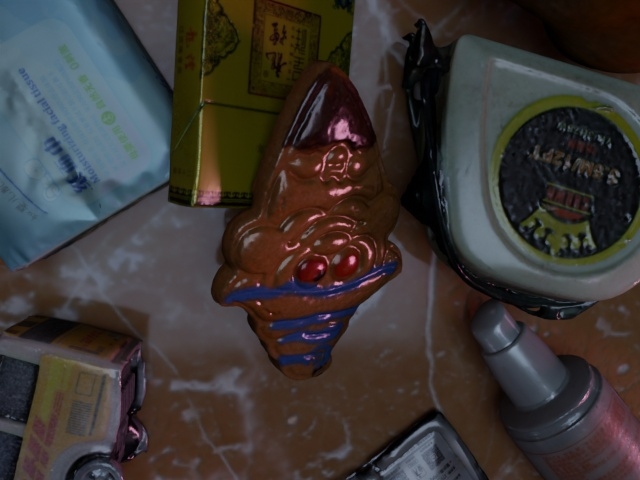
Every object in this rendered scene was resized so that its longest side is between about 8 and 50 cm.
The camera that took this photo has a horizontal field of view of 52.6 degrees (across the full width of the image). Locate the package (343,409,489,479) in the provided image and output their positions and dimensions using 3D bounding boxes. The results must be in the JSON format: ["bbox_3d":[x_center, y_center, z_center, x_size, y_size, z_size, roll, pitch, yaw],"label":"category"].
[{"bbox_3d":[0.090,0.275,0.616,0.171,0.027,0.173,-35,101,-6],"label":"package"}]

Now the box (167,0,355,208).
[{"bbox_3d":[-0.037,-0.163,0.495,0.153,0.041,0.279,-3,99,-47],"label":"box"}]

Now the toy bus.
[{"bbox_3d":[-0.234,0.239,0.529,0.138,0.097,0.342,17,94,-8],"label":"toy bus"}]

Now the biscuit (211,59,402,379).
[{"bbox_3d":[0.000,0.000,0.513,0.183,0.043,0.280,-16,127,-34],"label":"biscuit"}]

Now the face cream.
[{"bbox_3d":[0.218,0.158,0.581,0.101,0.101,0.251,-40,100,-1],"label":"face cream"}]

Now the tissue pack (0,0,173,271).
[{"bbox_3d":[-0.227,-0.130,0.488,0.177,0.089,0.263,-32,100,-2],"label":"tissue pack"}]

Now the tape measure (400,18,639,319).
[{"bbox_3d":[0.160,-0.048,0.544,0.235,0.115,0.207,15,89,-6],"label":"tape measure"}]

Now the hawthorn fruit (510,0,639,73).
[{"bbox_3d":[0.249,-0.268,0.430,0.268,0.301,0.267,5,79,-26],"label":"hawthorn fruit"}]
